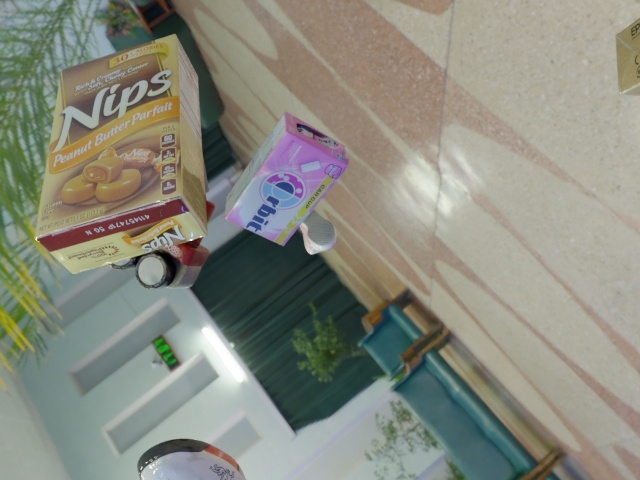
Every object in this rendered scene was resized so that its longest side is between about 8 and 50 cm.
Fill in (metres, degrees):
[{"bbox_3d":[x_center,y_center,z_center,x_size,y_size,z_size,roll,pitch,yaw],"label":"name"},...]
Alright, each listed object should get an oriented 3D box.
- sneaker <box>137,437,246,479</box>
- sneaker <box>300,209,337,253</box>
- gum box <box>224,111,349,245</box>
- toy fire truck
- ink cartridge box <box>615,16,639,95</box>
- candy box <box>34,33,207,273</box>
[{"bbox_3d":[-0.105,0.342,0.654,0.270,0.090,0.145,63,180,-35],"label":"sneaker"},{"bbox_3d":[0.000,0.000,1.051,0.134,0.050,0.070,-128,19,-58],"label":"sneaker"},{"bbox_3d":[-0.052,-0.092,0.892,0.107,0.188,0.062,25,-147,-24],"label":"gum box"},{"bbox_3d":[-0.267,-0.067,0.958,0.216,0.247,0.158,29,-178,13],"label":"toy fire truck"},{"bbox_3d":[0.484,-0.237,0.657,0.234,0.193,0.088,137,132,-81],"label":"ink cartridge box"},{"bbox_3d":[-0.256,-0.126,0.787,0.088,0.182,0.317,69,-172,-54],"label":"candy box"}]
